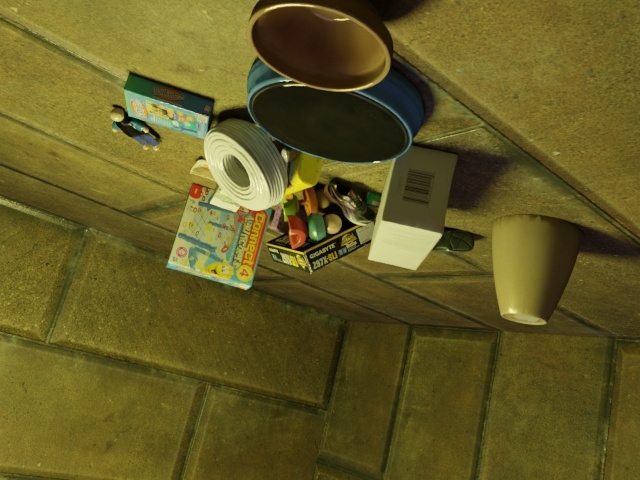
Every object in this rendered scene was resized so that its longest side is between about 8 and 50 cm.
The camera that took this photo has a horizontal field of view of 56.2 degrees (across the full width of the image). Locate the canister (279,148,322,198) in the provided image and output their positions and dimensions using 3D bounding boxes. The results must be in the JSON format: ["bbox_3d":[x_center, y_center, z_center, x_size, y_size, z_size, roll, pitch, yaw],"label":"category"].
[{"bbox_3d":[-0.072,-0.188,1.609,0.073,0.126,0.170,19,162,-32],"label":"canister"}]

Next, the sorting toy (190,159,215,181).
[{"bbox_3d":[-0.360,-0.230,1.883,0.083,0.045,0.075,17,157,-11],"label":"sorting toy"}]

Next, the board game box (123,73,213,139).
[{"bbox_3d":[-0.380,-0.331,1.511,0.210,0.047,0.160,16,165,-10],"label":"board game box"}]

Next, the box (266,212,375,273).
[{"bbox_3d":[0.000,0.000,1.915,0.322,0.257,0.079,12,127,65],"label":"box"}]

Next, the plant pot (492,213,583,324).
[{"bbox_3d":[0.611,0.097,1.742,0.256,0.274,0.256,13,164,4],"label":"plant pot"}]

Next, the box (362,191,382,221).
[{"bbox_3d":[0.173,-0.096,1.885,0.105,0.043,0.179,16,167,-5],"label":"box"}]

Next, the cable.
[{"bbox_3d":[-0.194,-0.192,1.556,0.257,0.089,0.257,30,144,28],"label":"cable"}]

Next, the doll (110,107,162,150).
[{"bbox_3d":[-0.536,-0.316,1.708,0.129,0.046,0.189,7,164,19],"label":"doll"}]

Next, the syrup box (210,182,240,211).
[{"bbox_3d":[-0.278,-0.171,1.907,0.093,0.096,0.237,20,164,-14],"label":"syrup box"}]

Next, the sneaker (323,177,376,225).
[{"bbox_3d":[0.089,-0.115,1.767,0.178,0.072,0.077,35,154,-1],"label":"sneaker"}]

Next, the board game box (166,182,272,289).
[{"bbox_3d":[-0.361,-0.012,2.157,0.302,0.308,0.086,17,163,-14],"label":"board game box"}]

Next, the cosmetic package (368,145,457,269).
[{"bbox_3d":[0.231,-0.074,1.584,0.156,0.217,0.385,13,167,4],"label":"cosmetic package"}]

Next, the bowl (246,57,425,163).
[{"bbox_3d":[0.026,-0.275,1.296,0.391,0.077,0.391,13,165,3],"label":"bowl"}]

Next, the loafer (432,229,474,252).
[{"bbox_3d":[0.362,-0.003,1.962,0.268,0.096,0.084,12,171,-1],"label":"loafer"}]

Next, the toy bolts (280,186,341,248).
[{"bbox_3d":[-0.029,-0.108,1.778,0.158,0.228,0.218,-11,143,-7],"label":"toy bolts"}]

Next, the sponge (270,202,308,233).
[{"bbox_3d":[-0.083,-0.059,2.095,0.031,0.117,0.210,8,165,40],"label":"sponge"}]

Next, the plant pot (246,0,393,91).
[{"bbox_3d":[0.009,-0.350,0.974,0.237,0.109,0.237,14,165,4],"label":"plant pot"}]
